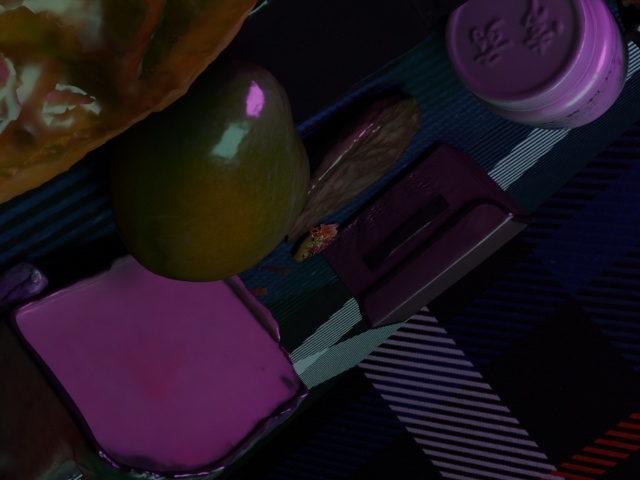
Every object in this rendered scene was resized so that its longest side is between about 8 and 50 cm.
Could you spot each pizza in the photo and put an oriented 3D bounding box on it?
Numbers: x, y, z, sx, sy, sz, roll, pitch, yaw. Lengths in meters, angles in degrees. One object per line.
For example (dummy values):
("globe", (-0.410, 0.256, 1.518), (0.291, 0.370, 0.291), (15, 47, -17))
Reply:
("pizza", (0.000, 0.001, 1.234), (0.078, 0.025, 0.083), (-30, 164, -25))

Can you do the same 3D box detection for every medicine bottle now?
("medicine bottle", (0.220, -0.189, 0.913), (0.152, 0.152, 0.254), (-44, 166, 22))

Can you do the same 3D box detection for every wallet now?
("wallet", (0.065, -0.205, 0.690), (0.323, 0.041, 0.247), (-38, 166, 12))

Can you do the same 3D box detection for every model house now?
("model house", (-0.183, 0.157, 0.818), (0.237, 0.202, 0.237), (-45, 172, 36))

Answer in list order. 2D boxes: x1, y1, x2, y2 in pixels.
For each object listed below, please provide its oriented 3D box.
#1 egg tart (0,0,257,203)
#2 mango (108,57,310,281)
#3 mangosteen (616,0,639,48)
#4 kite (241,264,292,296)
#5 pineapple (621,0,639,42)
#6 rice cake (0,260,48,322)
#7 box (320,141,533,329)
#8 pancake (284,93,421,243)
("egg tart", (-0.139, -0.095, 0.276), (0.341, 0.129, 0.341), (-33, 178, -1))
("mango", (-0.079, -0.044, 0.671), (0.156, 0.114, 0.251), (-20, 168, -9))
("mangosteen", (0.456, -0.273, 1.015), (0.228, 0.265, 0.228), (-33, -154, 19))
("kite", (-0.179, 0.086, 1.064), (0.204, 0.022, 0.360), (-45, 161, 26))
("pineapple", (0.347, -0.236, 0.855), (0.157, 0.158, 0.279), (-36, 128, -11))
("rice cake", (-0.293, 0.076, 0.707), (0.180, 0.030, 0.042), (-36, 171, -9))
("box", (0.151, -0.008, 1.330), (0.252, 0.153, 0.188), (-42, 165, 15))
("pancake", (0.026, -0.079, 1.007), (0.222, 0.042, 0.236), (-47, 168, 15))
